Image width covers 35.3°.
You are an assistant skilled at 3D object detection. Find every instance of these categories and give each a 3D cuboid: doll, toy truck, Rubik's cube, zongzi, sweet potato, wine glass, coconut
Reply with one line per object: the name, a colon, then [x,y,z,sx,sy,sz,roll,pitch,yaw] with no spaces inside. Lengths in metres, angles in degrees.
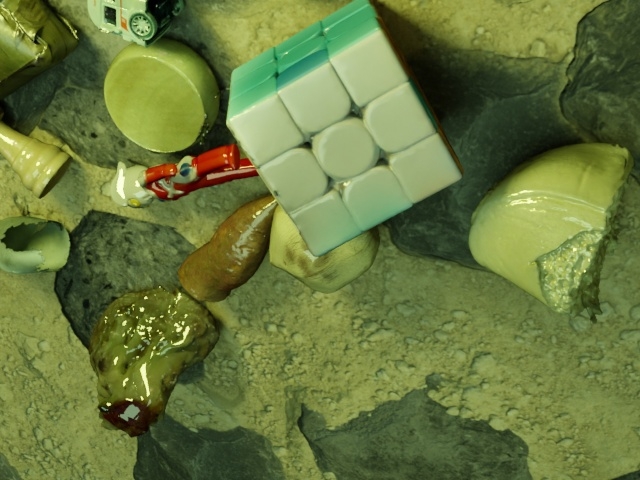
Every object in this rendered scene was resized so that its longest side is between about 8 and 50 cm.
doll: [-0.277,-0.128,2.017,0.384,0.188,0.099,-7,81,36]
toy truck: [-0.337,-0.508,1.774,0.162,0.136,0.305,16,127,11]
Rubik's cube: [0.037,-0.200,1.707,0.290,0.291,0.291,-28,112,11]
zongzi: [-0.690,-0.443,1.935,0.323,0.160,0.360,-23,114,31]
sweet potato: [-0.167,0.014,2.098,0.131,0.131,0.337,41,129,-11]
wine glass: [-0.735,0.011,2.300,0.321,0.143,0.143,-2,123,19]
coconut: [0.000,0.000,1.972,0.224,0.224,0.224,10,127,14]

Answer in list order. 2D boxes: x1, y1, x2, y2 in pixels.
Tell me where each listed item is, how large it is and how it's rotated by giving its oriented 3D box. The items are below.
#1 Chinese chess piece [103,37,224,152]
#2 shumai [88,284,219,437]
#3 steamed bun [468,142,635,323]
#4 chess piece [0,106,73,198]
Chinese chess piece: [-0.305,-0.280,1.955,0.238,0.092,0.237,10,126,14]
shumai: [-0.414,0.271,2.272,0.346,0.283,0.217,-8,123,28]
steamed bun: [0.423,-0.054,1.743,0.273,0.290,0.272,27,116,10]
chess piece: [-0.716,-0.251,2.120,0.397,0.117,0.117,38,128,-7]
